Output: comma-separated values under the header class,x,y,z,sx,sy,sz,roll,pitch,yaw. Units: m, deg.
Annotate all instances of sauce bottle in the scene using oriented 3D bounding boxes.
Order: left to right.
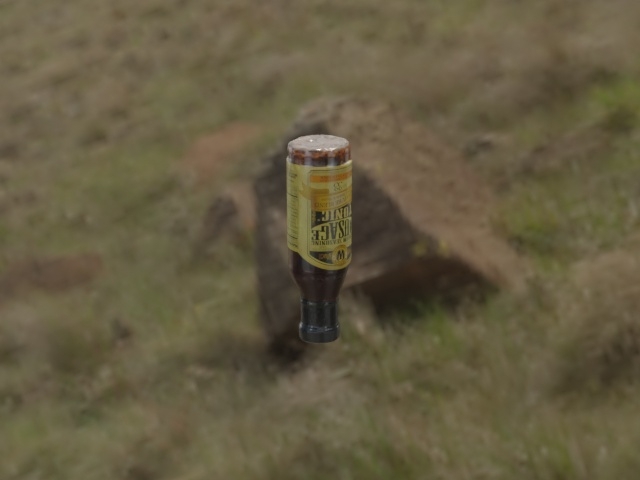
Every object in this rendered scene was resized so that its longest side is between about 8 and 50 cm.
class,x,y,z,sx,sy,sz,roll,pitch,yaw
sauce bottle,0.000,0.000,1.109,0.042,0.128,0.042,-2,19,1
